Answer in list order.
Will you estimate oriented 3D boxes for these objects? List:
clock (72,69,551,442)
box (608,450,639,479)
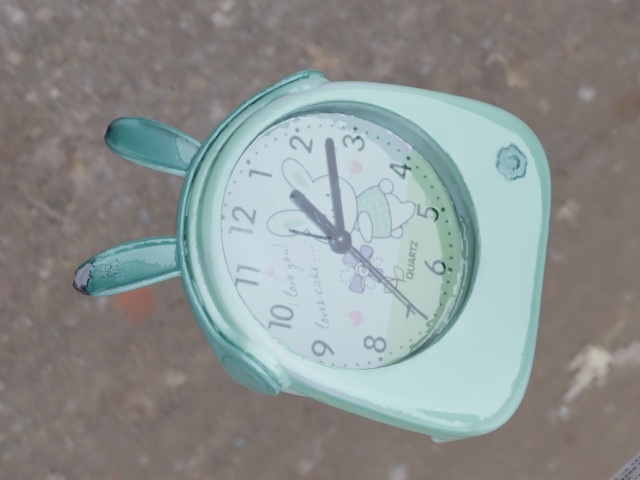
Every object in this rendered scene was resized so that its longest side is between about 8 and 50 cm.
[{"bbox_3d":[0.000,0.000,0.587,0.135,0.041,0.101,14,75,-16],"label":"clock"},{"bbox_3d":[0.336,0.204,1.544,0.260,0.062,0.175,-43,107,-1],"label":"box"}]
